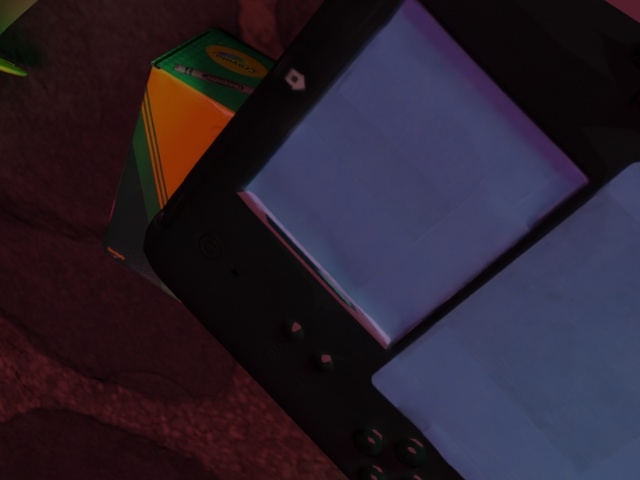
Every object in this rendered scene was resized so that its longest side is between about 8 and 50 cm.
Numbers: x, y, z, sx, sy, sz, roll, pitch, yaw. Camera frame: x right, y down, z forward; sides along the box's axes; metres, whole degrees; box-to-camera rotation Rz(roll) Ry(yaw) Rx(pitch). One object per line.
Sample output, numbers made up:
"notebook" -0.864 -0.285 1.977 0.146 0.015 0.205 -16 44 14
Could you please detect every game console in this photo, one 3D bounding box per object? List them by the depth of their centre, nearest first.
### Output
"game console" 0.099 0.017 0.596 0.342 0.060 0.386 43 130 -2

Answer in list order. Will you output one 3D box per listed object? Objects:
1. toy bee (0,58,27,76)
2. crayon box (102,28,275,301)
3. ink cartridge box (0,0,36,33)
"toy bee" -0.336 -0.142 0.792 0.298 0.162 0.195 -38 122 19
"crayon box" 0.000 0.000 0.735 0.278 0.081 0.165 31 128 10
"ink cartridge box" -0.224 -0.251 0.732 0.235 0.056 0.171 -28 102 35
